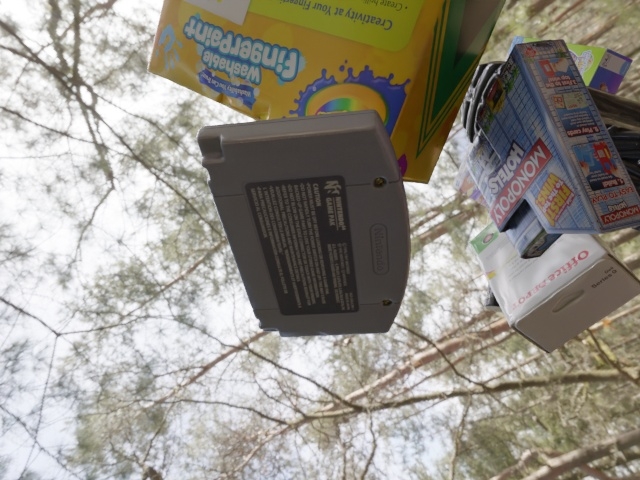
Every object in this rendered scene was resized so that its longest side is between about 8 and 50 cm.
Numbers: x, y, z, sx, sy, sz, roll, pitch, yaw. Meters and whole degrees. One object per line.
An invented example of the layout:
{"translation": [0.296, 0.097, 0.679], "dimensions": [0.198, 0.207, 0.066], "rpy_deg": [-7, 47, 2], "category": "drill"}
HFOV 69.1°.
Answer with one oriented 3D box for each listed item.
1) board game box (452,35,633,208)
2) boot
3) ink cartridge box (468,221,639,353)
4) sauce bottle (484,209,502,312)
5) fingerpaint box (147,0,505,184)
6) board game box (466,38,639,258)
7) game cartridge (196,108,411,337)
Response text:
{"translation": [0.436, -0.226, 0.969], "dimensions": [0.078, 0.347, 0.233], "rpy_deg": [7, -156, -26], "category": "board game box"}
{"translation": [0.489, -0.178, 0.696], "dimensions": [0.367, 0.445, 0.146], "rpy_deg": [52, 148, 40], "category": "boot"}
{"translation": [0.329, 0.032, 0.682], "dimensions": [0.093, 0.154, 0.212], "rpy_deg": [34, -154, -18], "category": "ink cartridge box"}
{"translation": [0.486, 0.013, 1.215], "dimensions": [0.111, 0.111, 0.345], "rpy_deg": [33, -116, -49], "category": "sauce bottle"}
{"translation": [0.000, -0.329, 0.615], "dimensions": [0.444, 0.371, 0.163], "rpy_deg": [30, -162, 30], "category": "fingerpaint box"}
{"translation": [0.231, -0.065, 0.487], "dimensions": [0.194, 0.060, 0.194], "rpy_deg": [100, 155, -57], "category": "board game box"}
{"translation": [0.000, 0.000, 0.520], "dimensions": [0.062, 0.198, 0.297], "rpy_deg": [-92, -6, -49], "category": "game cartridge"}
